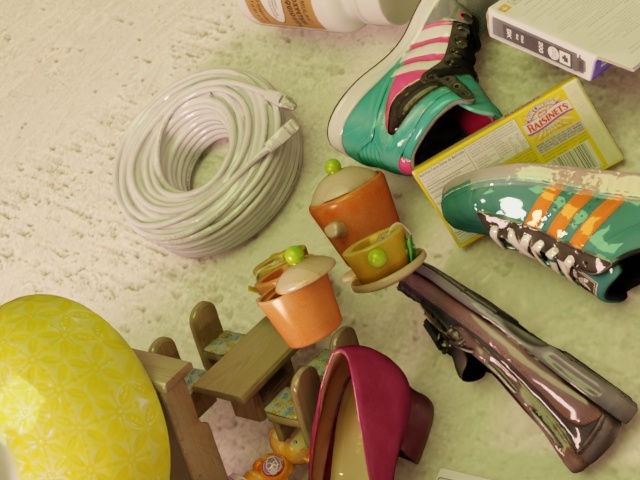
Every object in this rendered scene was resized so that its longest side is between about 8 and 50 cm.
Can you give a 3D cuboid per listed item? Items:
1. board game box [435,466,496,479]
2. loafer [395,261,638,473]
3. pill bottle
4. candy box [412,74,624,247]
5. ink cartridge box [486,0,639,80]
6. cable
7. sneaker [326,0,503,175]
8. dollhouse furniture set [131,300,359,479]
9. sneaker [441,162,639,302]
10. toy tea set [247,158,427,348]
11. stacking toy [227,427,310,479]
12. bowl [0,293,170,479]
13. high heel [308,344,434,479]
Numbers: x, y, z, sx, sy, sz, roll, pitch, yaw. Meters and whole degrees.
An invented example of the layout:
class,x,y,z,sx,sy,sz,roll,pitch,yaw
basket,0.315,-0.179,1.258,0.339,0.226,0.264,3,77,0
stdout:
class,x,y,z,sx,sy,sz,roll,pitch,yaw
board game box,0.204,0.331,1.135,0.305,0.053,0.193,5,60,43
loafer,0.177,0.122,1.272,0.302,0.109,0.095,35,93,38
pill bottle,0.010,-0.333,1.595,0.229,0.131,0.131,13,74,37
candy box,0.214,-0.084,1.360,0.206,0.105,0.027,-29,10,17
ink cartridge box,0.326,-0.255,1.355,0.206,0.045,0.208,-36,45,-21
cable,-0.147,-0.105,1.608,0.257,0.089,0.257,-51,49,1
sneaker,0.160,-0.186,1.428,0.178,0.124,0.295,36,85,37
dollhouse furniture set,-0.108,0.140,1.345,0.212,0.161,0.242,8,36,36
sneaker,0.260,-0.003,1.264,0.302,0.108,0.121,4,73,25
toy tea set,0.000,0.000,1.328,0.200,0.124,0.336,-27,10,-1
stacking toy,-0.099,0.315,1.337,0.175,0.165,0.302,26,70,36
bowl,-0.307,0.209,1.227,0.289,0.156,0.289,9,107,32
high heel,0.004,0.294,1.240,0.127,0.181,0.377,2,68,33
